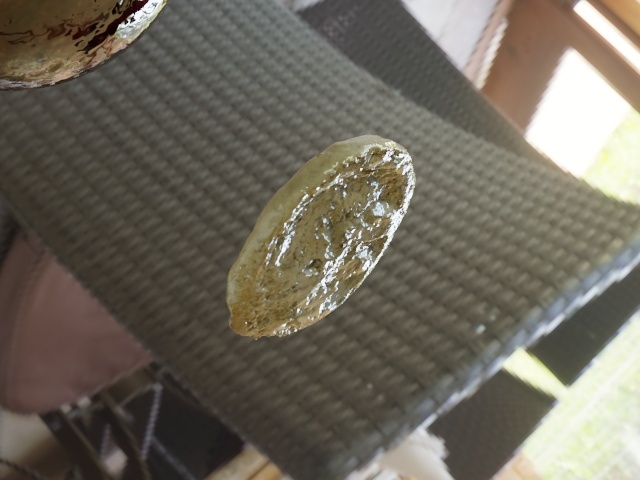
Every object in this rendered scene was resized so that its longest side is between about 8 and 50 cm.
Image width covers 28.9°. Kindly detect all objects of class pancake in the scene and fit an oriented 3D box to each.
[{"bbox_3d":[0.001,0.001,0.745,0.151,0.025,0.152,-39,153,-24],"label":"pancake"}]

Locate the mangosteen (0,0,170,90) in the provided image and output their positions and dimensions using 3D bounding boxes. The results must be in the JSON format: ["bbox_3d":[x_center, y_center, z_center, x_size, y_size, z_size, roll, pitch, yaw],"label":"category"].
[{"bbox_3d":[-0.156,-0.189,0.619,0.216,0.216,0.216,-39,163,-14],"label":"mangosteen"}]
